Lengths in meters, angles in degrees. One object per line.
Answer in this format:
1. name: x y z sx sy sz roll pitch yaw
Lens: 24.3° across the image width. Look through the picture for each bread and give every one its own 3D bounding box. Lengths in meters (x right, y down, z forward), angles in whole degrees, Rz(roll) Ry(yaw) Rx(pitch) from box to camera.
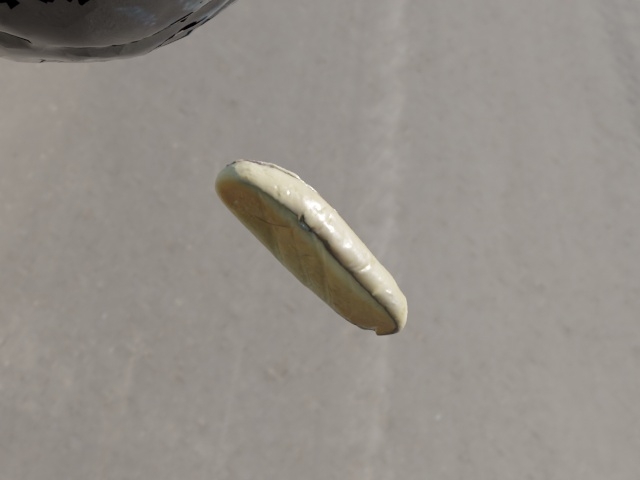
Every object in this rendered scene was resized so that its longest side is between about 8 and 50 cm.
1. bread: 0.000 0.001 1.235 0.214 0.073 0.053 45 53 -26

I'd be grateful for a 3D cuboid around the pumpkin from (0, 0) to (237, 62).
1. pumpkin: -0.097 -0.257 0.713 0.266 0.363 0.363 35 29 -1
